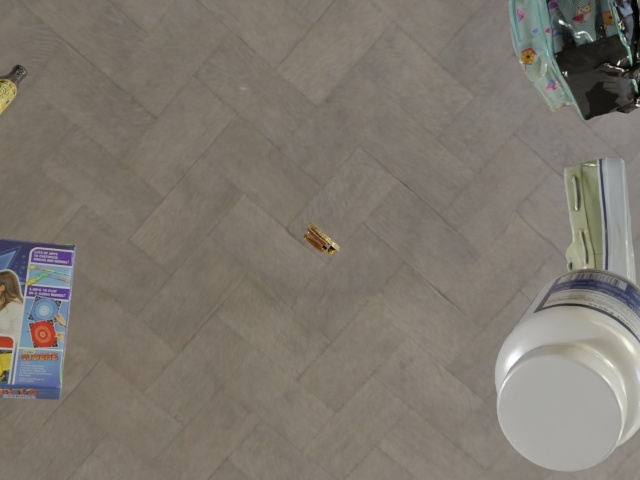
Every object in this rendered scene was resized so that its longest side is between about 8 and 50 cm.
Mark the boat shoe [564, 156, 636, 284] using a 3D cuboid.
[{"bbox_3d":[0.422,0.022,1.244,0.094,0.109,0.302,-5,72,27],"label":"boat shoe"}]

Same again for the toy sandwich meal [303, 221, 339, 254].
[{"bbox_3d":[0.000,0.000,1.476,0.085,0.085,0.029,41,93,-10],"label":"toy sandwich meal"}]

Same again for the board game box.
[{"bbox_3d":[-0.314,0.059,0.684,0.201,0.035,0.136,6,59,-16],"label":"board game box"}]

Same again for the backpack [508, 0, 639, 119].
[{"bbox_3d":[0.299,-0.249,0.943,0.144,0.166,0.188,-7,71,32],"label":"backpack"}]

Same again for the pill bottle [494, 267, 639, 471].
[{"bbox_3d":[0.167,0.081,0.531,0.094,0.169,0.094,6,104,24],"label":"pill bottle"}]

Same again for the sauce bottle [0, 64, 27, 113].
[{"bbox_3d":[-0.545,-0.255,1.406,0.042,0.128,0.042,11,140,9],"label":"sauce bottle"}]
